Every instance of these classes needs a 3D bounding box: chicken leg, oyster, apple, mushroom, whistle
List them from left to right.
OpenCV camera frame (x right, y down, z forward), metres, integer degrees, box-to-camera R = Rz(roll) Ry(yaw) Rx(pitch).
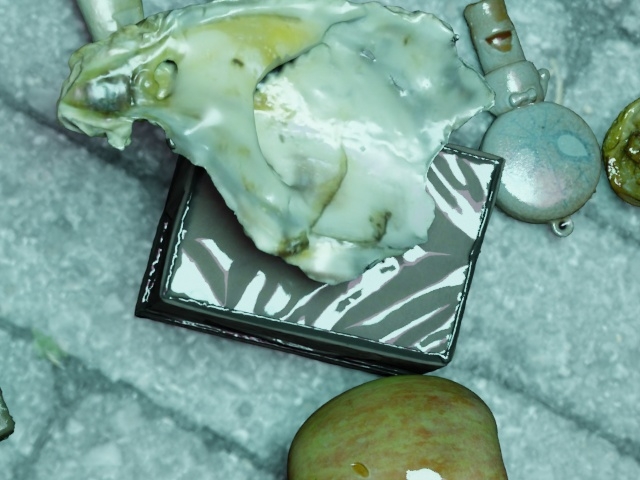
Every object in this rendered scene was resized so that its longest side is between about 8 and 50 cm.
[{"bbox_3d":[-0.199,-0.242,1.342,0.071,0.084,0.209,-25,93,8],"label":"mushroom"},{"bbox_3d":[-0.024,-0.087,1.198,0.275,0.100,0.271,-42,94,-24],"label":"oyster"},{"bbox_3d":[0.062,0.201,1.293,0.174,0.188,0.188,-8,86,1],"label":"apple"},{"bbox_3d":[0.174,-0.105,1.416,0.107,0.057,0.220,-18,84,-9],"label":"whistle"},{"bbox_3d":[0.345,-0.122,1.438,0.251,0.107,0.087,-38,82,-22],"label":"chicken leg"}]

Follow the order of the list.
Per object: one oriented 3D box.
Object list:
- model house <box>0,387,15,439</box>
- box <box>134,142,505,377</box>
[{"bbox_3d":[-0.371,0.111,1.195,0.243,0.211,0.204,-23,88,-18],"label":"model house"},{"bbox_3d":[0.000,0.000,1.318,0.252,0.153,0.188,16,80,-8],"label":"box"}]
